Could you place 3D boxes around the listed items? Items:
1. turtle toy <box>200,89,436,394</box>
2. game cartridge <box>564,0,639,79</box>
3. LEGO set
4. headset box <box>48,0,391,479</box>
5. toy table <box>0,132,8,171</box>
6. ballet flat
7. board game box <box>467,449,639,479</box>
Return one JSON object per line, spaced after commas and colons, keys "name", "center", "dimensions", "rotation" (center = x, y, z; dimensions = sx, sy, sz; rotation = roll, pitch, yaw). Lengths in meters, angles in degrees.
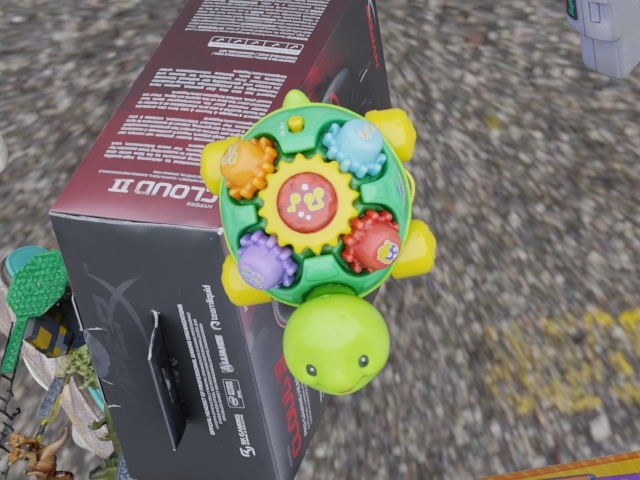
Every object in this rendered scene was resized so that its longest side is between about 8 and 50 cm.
{"name": "turtle toy", "center": [0.000, 0.000, 0.807], "dimensions": [0.095, 0.066, 0.130], "rotation": [-11, 88, 5]}
{"name": "game cartridge", "center": [0.281, -0.326, 1.621], "dimensions": [0.068, 0.355, 0.230], "rotation": [34, 67, 32]}
{"name": "LEGO set", "center": [-0.129, 0.165, 1.474], "dimensions": [0.255, 0.331, 0.192], "rotation": [-16, 142, 26]}
{"name": "headset box", "center": [-0.049, -0.003, 1.166], "dimensions": [0.110, 0.293, 0.218], "rotation": [6, 132, 20]}
{"name": "toy table", "center": [-0.322, -0.095, 1.272], "dimensions": [0.252, 0.161, 0.274], "rotation": [-13, 139, 16]}
{"name": "ballet flat", "center": [-0.224, 0.139, 1.892], "dimensions": [0.316, 0.107, 0.106], "rotation": [50, 133, 30]}
{"name": "board game box", "center": [0.254, 0.373, 1.264], "dimensions": [0.356, 0.356, 0.356], "rotation": [-10, 111, -1]}
